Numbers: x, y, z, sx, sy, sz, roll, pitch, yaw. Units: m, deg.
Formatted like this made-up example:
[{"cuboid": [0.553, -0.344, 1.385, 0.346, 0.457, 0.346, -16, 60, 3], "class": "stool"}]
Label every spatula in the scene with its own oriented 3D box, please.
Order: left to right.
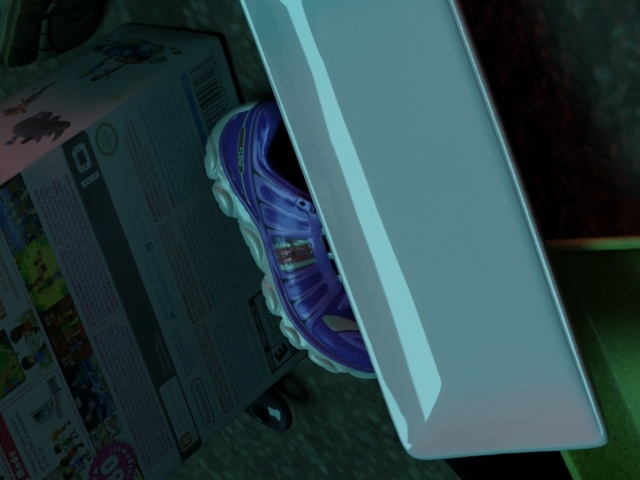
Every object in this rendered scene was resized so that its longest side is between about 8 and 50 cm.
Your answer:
[{"cuboid": [-0.127, 0.048, 1.190, 0.296, 0.030, 0.084, 28, 138, 30], "class": "spatula"}]

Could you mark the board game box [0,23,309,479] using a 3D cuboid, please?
[{"cuboid": [-0.158, 0.049, 0.979, 0.097, 0.303, 0.224, 14, 132, 42], "class": "board game box"}]

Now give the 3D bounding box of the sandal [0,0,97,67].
[{"cuboid": [-0.149, -0.154, 1.001, 0.049, 0.072, 0.180, 68, 153, 12], "class": "sandal"}]

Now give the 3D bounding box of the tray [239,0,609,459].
[{"cuboid": [0.050, -0.028, 0.844, 0.145, 0.030, 0.270, -14, 98, 51], "class": "tray"}]

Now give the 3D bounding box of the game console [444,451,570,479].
[{"cuboid": [0.099, 0.147, 0.962, 0.122, 0.071, 0.107, 49, 150, 29], "class": "game console"}]

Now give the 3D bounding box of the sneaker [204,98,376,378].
[{"cuboid": [0.000, 0.000, 0.966, 0.071, 0.068, 0.170, -22, 104, 49], "class": "sneaker"}]

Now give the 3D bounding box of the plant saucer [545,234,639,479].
[{"cuboid": [0.182, 0.068, 0.834, 0.188, 0.045, 0.188, -3, 119, 51], "class": "plant saucer"}]
